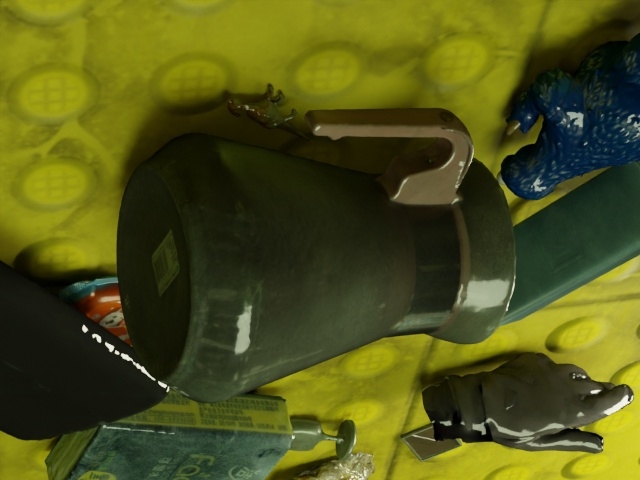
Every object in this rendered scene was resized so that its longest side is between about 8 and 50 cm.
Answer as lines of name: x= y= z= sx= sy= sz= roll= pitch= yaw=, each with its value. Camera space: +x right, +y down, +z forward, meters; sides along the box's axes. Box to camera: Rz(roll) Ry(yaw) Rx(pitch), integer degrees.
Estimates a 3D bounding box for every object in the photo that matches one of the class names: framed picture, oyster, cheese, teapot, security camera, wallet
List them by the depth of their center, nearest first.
teapot: x=0.000 y=0.000 z=1.434 sx=0.344 sy=0.253 sz=0.300 roll=-5 pitch=135 yaw=-28
wallet: x=-0.357 y=0.103 z=1.541 sx=0.228 sy=0.062 sz=0.406 roll=-17 pitch=147 yaw=25
cheese: x=-0.194 y=0.096 z=1.648 sx=0.106 sy=0.037 sz=0.256 roll=-28 pitch=143 yaw=21
security camera: x=-0.006 y=0.253 z=1.942 sx=0.092 sy=0.058 sz=0.058 roll=14 pitch=137 yaw=-18
framed picture: x=0.154 y=0.278 z=2.067 sx=0.066 sy=0.007 sz=0.089 roll=-23 pitch=144 yaw=11
oyster: x=0.000 y=0.347 z=2.067 sx=0.165 sy=0.053 sz=0.108 roll=-17 pitch=156 yaw=-11

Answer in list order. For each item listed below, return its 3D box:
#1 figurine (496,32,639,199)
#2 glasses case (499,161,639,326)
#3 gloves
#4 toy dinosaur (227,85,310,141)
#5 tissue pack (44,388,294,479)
figurine: x=0.278 y=-0.117 z=1.466 sx=0.164 sy=0.121 sz=0.262 roll=5 pitch=143 yaw=-32
glasses case: x=0.270 y=0.009 z=1.616 sx=0.105 sy=0.056 sz=0.266 roll=49 pitch=132 yaw=-7
gloves: x=0.270 y=0.217 z=1.927 sx=0.285 sy=0.142 sz=0.119 roll=-7 pitch=172 yaw=-14
toy dinosaur: x=-0.041 y=-0.121 z=1.418 sx=0.113 sy=0.026 sz=0.041 roll=15 pitch=136 yaw=-43
tissue pack: x=-0.187 y=0.254 z=1.834 sx=0.257 sy=0.081 sz=0.185 roll=8 pitch=139 yaw=-29
